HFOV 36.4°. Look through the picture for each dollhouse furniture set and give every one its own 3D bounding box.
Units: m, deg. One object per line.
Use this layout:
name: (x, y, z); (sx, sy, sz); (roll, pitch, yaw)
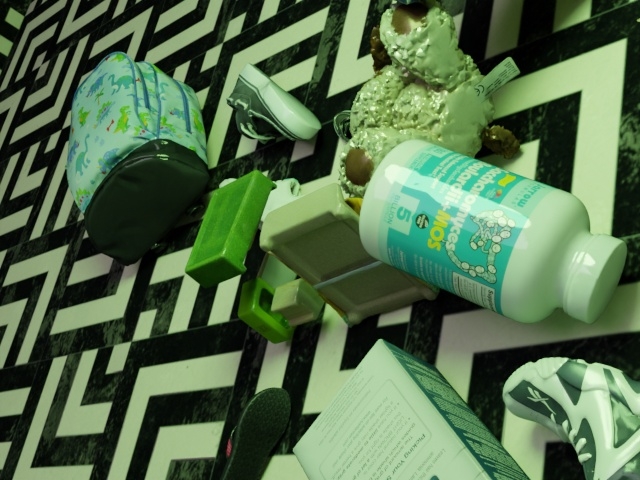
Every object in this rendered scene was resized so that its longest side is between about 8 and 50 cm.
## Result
dollhouse furniture set: (0.000, 0.000, 1.285); (0.301, 0.197, 0.151); (-22, 38, 41)

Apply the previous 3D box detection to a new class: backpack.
backpack: (-0.341, -0.184, 1.822); (0.290, 0.273, 0.355); (-42, 25, 33)

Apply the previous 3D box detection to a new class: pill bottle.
pill bottle: (0.184, -0.004, 1.042); (0.264, 0.146, 0.146); (23, 82, 28)

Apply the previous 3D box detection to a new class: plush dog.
plush dog: (0.117, -0.163, 1.258); (0.225, 0.211, 0.262); (23, 97, 63)

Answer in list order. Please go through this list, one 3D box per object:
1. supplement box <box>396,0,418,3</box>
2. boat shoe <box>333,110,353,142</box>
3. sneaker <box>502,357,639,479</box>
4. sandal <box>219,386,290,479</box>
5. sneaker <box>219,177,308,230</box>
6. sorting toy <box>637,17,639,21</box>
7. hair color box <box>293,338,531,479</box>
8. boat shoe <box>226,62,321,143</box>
supplement box: (0.199, -0.440, 1.205); (0.357, 0.194, 0.195); (-21, 29, -21)
boat shoe: (0.051, -0.168, 1.472); (0.049, 0.040, 0.142); (-53, 35, 7)
sneaker: (0.252, 0.199, 0.893); (0.235, 0.094, 0.153); (3, 58, 41)
sandal: (-0.097, 0.276, 1.297); (0.040, 0.067, 0.179); (8, 73, 65)
sneaker: (-0.078, -0.067, 1.539); (0.094, 0.080, 0.212); (-50, 41, -8)
sorting toy: (0.414, -0.269, 1.126); (0.062, 0.012, 0.083); (-51, 31, 1)
hair color box: (0.116, 0.273, 0.994); (0.174, 0.105, 0.347); (-53, 35, 11)
boat shoe: (-0.092, -0.210, 1.626); (0.102, 0.108, 0.301); (-53, 32, 7)
